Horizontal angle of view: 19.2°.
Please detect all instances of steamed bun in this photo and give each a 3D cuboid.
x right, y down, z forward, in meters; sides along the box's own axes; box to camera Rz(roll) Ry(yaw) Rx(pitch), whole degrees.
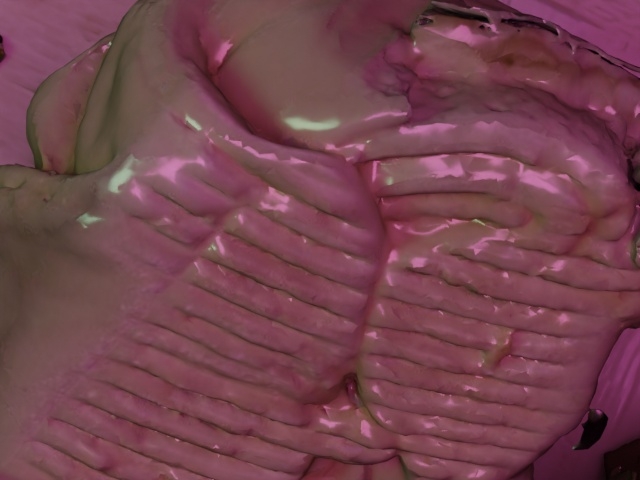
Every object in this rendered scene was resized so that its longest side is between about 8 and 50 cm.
[{"bbox_3d":[0.000,0.000,0.972,0.394,0.237,0.346,-23,129,10],"label":"steamed bun"}]

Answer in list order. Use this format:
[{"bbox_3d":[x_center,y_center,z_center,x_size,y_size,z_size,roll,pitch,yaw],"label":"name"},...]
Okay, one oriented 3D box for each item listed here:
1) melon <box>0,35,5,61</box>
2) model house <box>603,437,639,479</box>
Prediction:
[{"bbox_3d":[-0.270,-0.130,1.039,0.182,0.054,0.098,39,72,-5],"label":"melon"},{"bbox_3d":[0.160,0.186,1.029,0.248,0.181,0.176,-2,47,3],"label":"model house"}]
